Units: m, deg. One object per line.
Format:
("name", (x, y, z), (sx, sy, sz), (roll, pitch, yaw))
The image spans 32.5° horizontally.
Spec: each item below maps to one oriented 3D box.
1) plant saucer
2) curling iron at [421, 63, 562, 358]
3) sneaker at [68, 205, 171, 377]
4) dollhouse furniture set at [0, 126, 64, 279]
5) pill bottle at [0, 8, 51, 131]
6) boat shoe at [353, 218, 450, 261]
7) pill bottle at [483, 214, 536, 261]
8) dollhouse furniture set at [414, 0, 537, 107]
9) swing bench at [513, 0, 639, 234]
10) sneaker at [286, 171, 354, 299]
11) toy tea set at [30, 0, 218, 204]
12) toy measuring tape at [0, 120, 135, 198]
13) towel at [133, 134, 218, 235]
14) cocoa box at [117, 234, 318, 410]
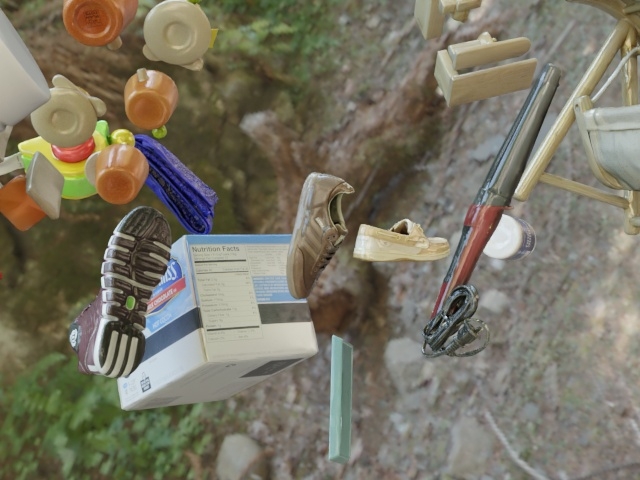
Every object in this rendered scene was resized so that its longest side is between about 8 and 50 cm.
("plant saucer", (0.033, 0.246, 1.694), (0.018, 0.067, 0.192), (-5, 71, 19))
("curling iron", (0.154, -0.022, 0.942), (0.068, 0.035, 0.274), (18, 84, 52))
("sneaker", (-0.335, 0.084, 1.735), (0.162, 0.106, 0.281), (-17, 53, 48))
("dollhouse furniture set", (-0.413, -0.032, 1.021), (0.262, 0.259, 0.135), (-35, 28, 8))
("pill bottle", (-0.360, -0.088, 0.830), (0.283, 0.160, 0.160), (-33, 27, -1))
("boat shoe", (0.122, -0.001, 1.574), (0.063, 0.170, 0.059), (10, 99, 50))
("pill bottle", (0.286, -0.002, 1.652), (0.067, 0.120, 0.067), (-2, 86, 26))
("dollhouse furniture set", (0.214, -0.296, 1.494), (0.144, 0.123, 0.151), (92, 161, -57))
("swing bench", (0.349, -0.138, 1.101), (0.253, 0.165, 0.255), (-167, 92, -72))
("sneaker", (0.000, 0.000, 1.565), (0.066, 0.071, 0.188), (-24, -55, -65))
("toy tea set", (-0.273, -0.215, 1.468), (0.124, 0.200, 0.336), (-93, 25, -59))
("toy measuring tape", (-0.448, -0.103, 1.753), (0.330, 0.121, 0.121), (-21, 19, -16))
("towel", (-0.278, -0.118, 2.078), (0.076, 0.228, 0.308), (-41, 8, 0))
("cocoa box", (-0.205, 0.148, 1.976), (0.347, 0.231, 0.228), (-33, 65, 50))
